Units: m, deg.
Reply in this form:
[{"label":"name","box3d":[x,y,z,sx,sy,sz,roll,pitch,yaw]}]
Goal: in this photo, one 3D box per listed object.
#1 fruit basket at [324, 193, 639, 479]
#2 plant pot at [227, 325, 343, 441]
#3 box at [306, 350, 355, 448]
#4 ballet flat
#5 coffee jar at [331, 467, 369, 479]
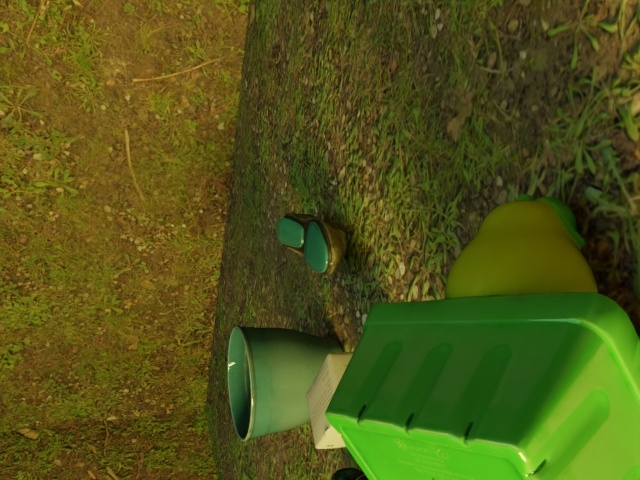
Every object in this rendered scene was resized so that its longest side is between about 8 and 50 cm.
[{"label":"fruit basket","box3d":[0.227,0.137,0.760,0.283,0.392,0.392,57,167,-15]},{"label":"plant pot","box3d":[-0.079,0.339,1.589,0.271,0.255,0.272,179,90,-70]},{"label":"box","box3d":[0.085,0.302,1.227,0.181,0.181,0.119,113,151,-49]},{"label":"ballet flat","box3d":[0.000,0.000,1.557,0.348,0.123,0.123,-150,61,-64]},{"label":"coffee jar","box3d":[0.088,0.548,1.391,0.184,0.079,0.096,143,123,-66]}]
